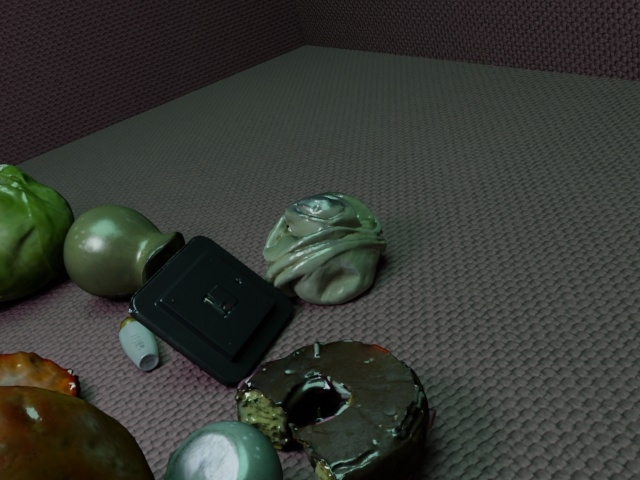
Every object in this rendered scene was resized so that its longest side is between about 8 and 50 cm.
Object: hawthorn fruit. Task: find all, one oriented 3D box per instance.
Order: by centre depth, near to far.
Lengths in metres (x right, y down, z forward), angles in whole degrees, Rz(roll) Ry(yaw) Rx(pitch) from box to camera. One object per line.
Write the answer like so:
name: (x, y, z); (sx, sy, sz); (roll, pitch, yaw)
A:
hawthorn fruit: (-0.440, 0.372, 0.965); (0.403, 0.402, 0.402); (-13, 28, 7)

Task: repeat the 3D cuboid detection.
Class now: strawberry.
strawberry: (-0.610, 0.342, 1.353); (0.265, 0.149, 0.336); (27, 14, 4)

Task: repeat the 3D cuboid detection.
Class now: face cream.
face cream: (-0.407, 0.230, 1.560); (0.072, 0.051, 0.182); (-27, 31, -17)

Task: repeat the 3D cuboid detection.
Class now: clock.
clock: (-0.217, 0.135, 1.455); (0.049, 0.279, 0.273); (-53, 0, 43)

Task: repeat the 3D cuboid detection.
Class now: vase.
vase: (-0.463, 0.034, 1.809); (0.302, 0.240, 0.329); (10, 10, 20)

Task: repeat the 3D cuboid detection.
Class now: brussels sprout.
brussels sprout: (-0.884, -0.003, 1.959); (0.361, 0.342, 0.425); (15, 36, 0)

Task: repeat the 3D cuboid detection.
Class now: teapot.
teapot: (-0.143, 0.375, 1.055); (0.294, 0.129, 0.193); (7, 60, 37)

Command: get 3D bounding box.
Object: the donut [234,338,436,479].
donut: (0.037, 0.283, 1.138); (0.259, 0.136, 0.345); (-26, 30, -29)

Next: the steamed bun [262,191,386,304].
steamed bun: (0.000, 0.000, 1.601); (0.268, 0.207, 0.280); (0, 34, 28)
